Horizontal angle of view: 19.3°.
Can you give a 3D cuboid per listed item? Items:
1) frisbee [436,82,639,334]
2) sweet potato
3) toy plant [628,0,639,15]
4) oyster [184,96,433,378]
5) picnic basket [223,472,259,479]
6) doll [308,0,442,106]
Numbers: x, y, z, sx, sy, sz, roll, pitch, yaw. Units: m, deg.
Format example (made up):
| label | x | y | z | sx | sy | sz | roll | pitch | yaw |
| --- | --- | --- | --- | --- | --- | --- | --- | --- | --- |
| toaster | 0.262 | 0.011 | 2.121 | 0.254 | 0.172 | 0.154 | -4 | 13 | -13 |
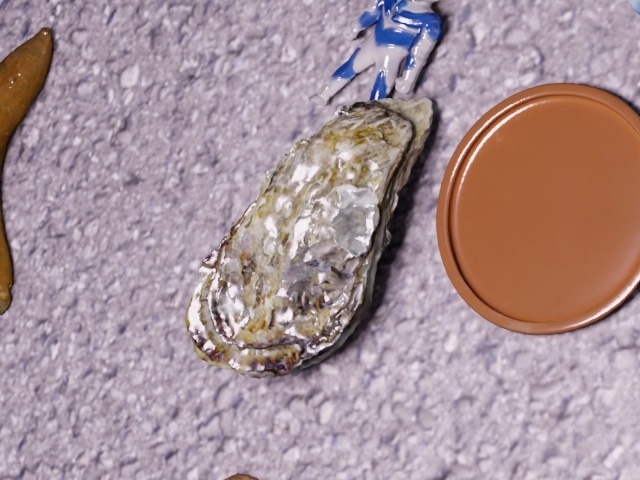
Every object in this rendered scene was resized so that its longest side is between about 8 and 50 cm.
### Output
| label | x | y | z | sx | sy | sz | roll | pitch | yaw |
| --- | --- | --- | --- | --- | --- | --- | --- | --- | --- |
| frisbee | 0.223 | -0.031 | 1.816 | 0.251 | 0.021 | 0.250 | -8 | 76 | 34 |
| sweet potato | -0.393 | -0.087 | 2.213 | 0.108 | 0.079 | 0.346 | 6 | 86 | 23 |
| toy plant | 0.397 | -0.219 | 1.619 | 0.332 | 0.247 | 0.247 | 34 | 99 | 39 |
| oyster | 0.000 | -0.006 | 1.901 | 0.162 | 0.158 | 0.351 | 35 | 95 | -9 |
| picnic basket | -0.087 | 0.285 | 1.940 | 0.072 | 0.072 | 0.083 | 60 | 145 | 28 |
| doll | 0.076 | -0.216 | 1.935 | 0.227 | 0.057 | 0.114 | -54 | 52 | 15 |
